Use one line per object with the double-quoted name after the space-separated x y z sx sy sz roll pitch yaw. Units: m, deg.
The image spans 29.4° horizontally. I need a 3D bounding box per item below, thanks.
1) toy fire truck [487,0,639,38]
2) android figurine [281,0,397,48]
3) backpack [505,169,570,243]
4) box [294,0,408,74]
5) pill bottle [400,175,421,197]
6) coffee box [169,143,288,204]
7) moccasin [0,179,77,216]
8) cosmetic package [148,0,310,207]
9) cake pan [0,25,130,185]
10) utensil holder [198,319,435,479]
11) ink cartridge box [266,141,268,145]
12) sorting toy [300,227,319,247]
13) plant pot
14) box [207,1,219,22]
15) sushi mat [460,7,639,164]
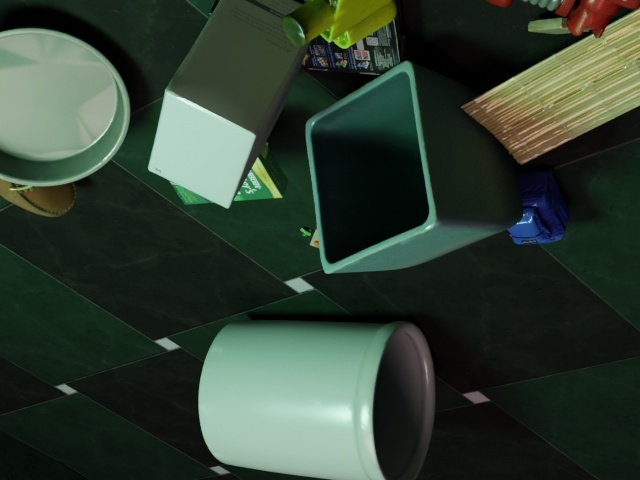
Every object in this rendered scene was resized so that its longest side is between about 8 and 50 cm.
0.281 -0.323 1.518 0.217 0.158 0.246 17 138 -2 "toy fire truck"
0.072 -0.340 1.479 0.056 0.273 0.248 46 153 17 "android figurine"
0.337 -0.041 1.948 0.098 0.101 0.120 1 149 35 "backpack"
0.024 -0.323 1.697 0.175 0.051 0.220 6 147 16 "box"
0.106 -0.081 1.985 0.184 0.103 0.103 21 148 -7 "pill bottle"
-0.156 -0.110 1.947 0.184 0.040 0.113 -2 141 24 "coffee box"
-0.521 -0.180 2.103 0.147 0.139 0.380 8 139 30 "moccasin"
-0.122 -0.203 1.699 0.138 0.224 0.224 28 153 -1 "cosmetic package"
-0.453 -0.221 1.961 0.293 0.054 0.293 -5 128 -6 "cake pan"
-0.006 0.318 2.449 0.385 0.327 0.327 1 145 25 "utensil holder"
-0.165 -0.151 2.012 0.143 0.090 0.092 19 148 -4 "ink cartridge box"
0.000 0.000 2.244 0.083 0.012 0.062 18 148 -3 "sorting toy"
0.161 -0.091 1.819 0.252 0.247 0.247 6 159 -38 "plant pot"
-0.123 -0.283 1.846 0.116 0.029 0.162 19 147 -4 "box"
0.365 -0.213 1.683 0.316 0.019 0.151 -27 128 32 "sushi mat"
